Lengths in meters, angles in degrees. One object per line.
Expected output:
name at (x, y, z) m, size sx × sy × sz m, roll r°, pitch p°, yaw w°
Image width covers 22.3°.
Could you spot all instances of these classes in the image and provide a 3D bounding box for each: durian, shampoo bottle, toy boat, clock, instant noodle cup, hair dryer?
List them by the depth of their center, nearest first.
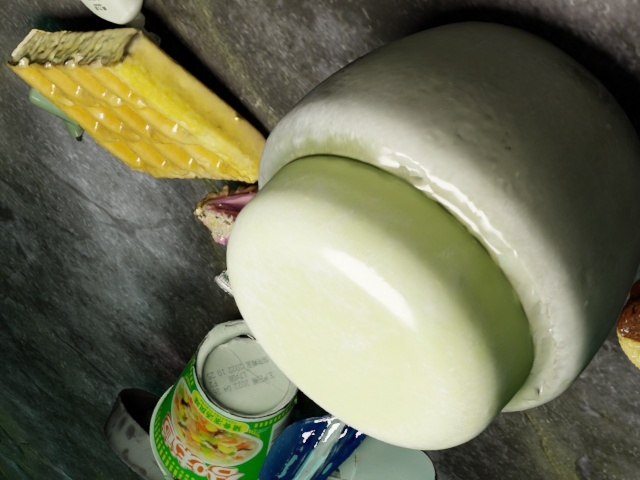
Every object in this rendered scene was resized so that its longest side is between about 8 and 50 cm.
shampoo bottle at (0.106, -0.010, 1.351) m, size 0.322 × 0.317 × 0.322 m, roll 33°, pitch 148°, yaw 24°
shampoo bottle at (-0.212, -0.251, 1.640) m, size 0.077 × 0.045 × 0.152 m, roll 8°, pitch 149°, yaw 42°
durian at (-0.001, 0.001, 1.751) m, size 0.191 × 0.112 × 0.341 m, roll 38°, pitch 165°, yaw -24°
hair dryer at (-0.301, -0.147, 1.952) m, size 0.071 × 0.047 × 0.150 m, roll 30°, pitch 161°, yaw 11°
toy boat at (0.045, 0.326, 2.194) m, size 0.210 × 0.070 × 0.291 m, roll -30°, pitch 132°, yaw 20°
instant noodle cup at (-0.118, 0.226, 2.209) m, size 0.207 × 0.207 × 0.233 m, roll 34°, pitch 148°, yaw 5°
clock at (-0.176, 0.333, 2.443) m, size 0.325 × 0.067 × 0.325 m, roll 31°, pitch -175°, yaw -3°

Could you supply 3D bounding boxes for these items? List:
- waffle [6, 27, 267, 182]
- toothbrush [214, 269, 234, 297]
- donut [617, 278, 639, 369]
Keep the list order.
waffle at (-0.194, -0.144, 1.756) m, size 0.248 × 0.055 × 0.221 m, roll 7°, pitch 153°, yaw 51°
toothbrush at (-0.019, 0.131, 2.101) m, size 0.288 × 0.024 × 0.026 m, roll 39°, pitch 141°, yaw -4°
donut at (0.341, 0.089, 1.516) m, size 0.140 × 0.059 × 0.140 m, roll 30°, pitch 153°, yaw 18°
